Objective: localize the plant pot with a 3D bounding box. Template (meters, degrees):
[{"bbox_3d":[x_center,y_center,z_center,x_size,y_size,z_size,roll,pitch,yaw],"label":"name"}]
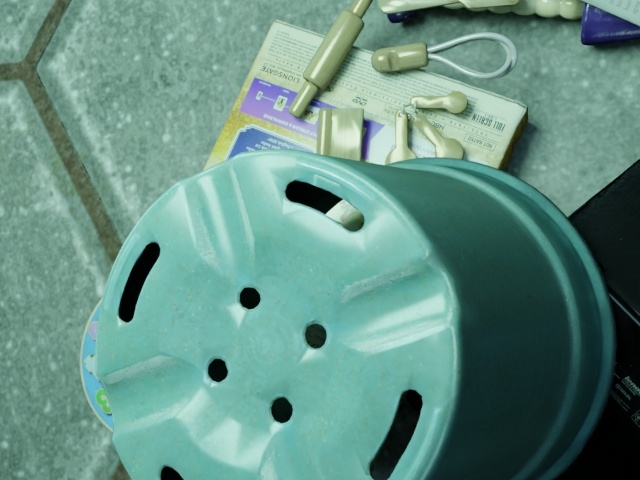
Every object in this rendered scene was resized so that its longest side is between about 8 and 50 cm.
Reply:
[{"bbox_3d":[0.029,0.079,0.671,0.341,0.334,0.341,-2,85,26],"label":"plant pot"}]

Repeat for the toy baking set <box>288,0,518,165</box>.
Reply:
[{"bbox_3d":[0.089,-0.177,0.904,0.197,0.030,0.256,28,93,14],"label":"toy baking set"}]

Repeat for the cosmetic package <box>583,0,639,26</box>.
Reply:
[{"bbox_3d":[0.307,-0.339,0.814,0.385,0.156,0.217,32,65,21],"label":"cosmetic package"}]

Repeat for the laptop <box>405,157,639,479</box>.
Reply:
[{"bbox_3d":[0.367,0.138,0.842,0.382,0.236,0.408,49,127,18],"label":"laptop"}]

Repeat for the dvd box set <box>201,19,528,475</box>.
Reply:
[{"bbox_3d":[0.000,0.000,0.937,0.307,0.062,0.420,22,85,19],"label":"dvd box set"}]

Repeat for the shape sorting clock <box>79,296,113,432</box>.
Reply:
[{"bbox_3d":[-0.194,0.134,1.014,0.206,0.040,0.206,-2,82,18],"label":"shape sorting clock"}]

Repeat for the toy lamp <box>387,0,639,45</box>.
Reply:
[{"bbox_3d":[0.208,-0.250,0.914,0.274,0.080,0.080,10,86,21],"label":"toy lamp"}]
